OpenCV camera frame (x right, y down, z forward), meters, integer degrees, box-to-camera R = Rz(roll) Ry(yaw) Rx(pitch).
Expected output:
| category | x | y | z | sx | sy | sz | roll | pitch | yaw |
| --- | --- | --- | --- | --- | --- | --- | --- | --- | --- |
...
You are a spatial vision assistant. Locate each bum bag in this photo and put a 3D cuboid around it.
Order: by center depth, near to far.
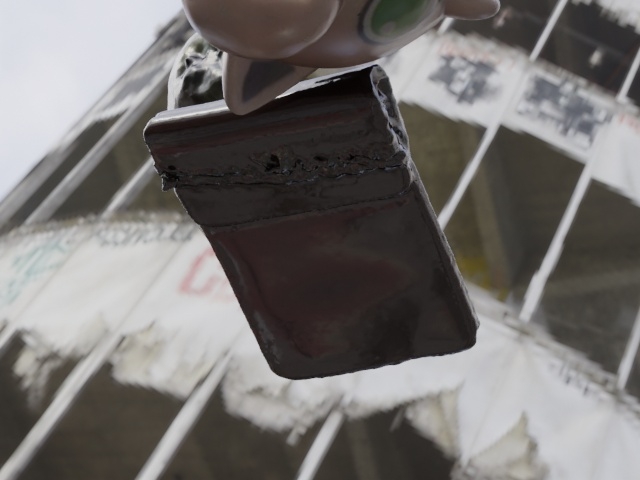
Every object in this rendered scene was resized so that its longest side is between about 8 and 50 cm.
| category | x | y | z | sx | sy | sz | roll | pitch | yaw |
| --- | --- | --- | --- | --- | --- | --- | --- | --- | --- |
| bum bag | 0.000 | 0.000 | 0.695 | 0.109 | 0.026 | 0.159 | -12 | -55 | 19 |

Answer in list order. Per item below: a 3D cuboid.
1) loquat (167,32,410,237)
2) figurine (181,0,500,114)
| category | x | y | z | sx | sy | sz | roll | pitch | yaw |
| --- | --- | --- | --- | --- | --- | --- | --- | --- | --- |
| loquat | -0.025 | -0.074 | 1.215 | 0.179 | 0.179 | 0.227 | -4 | -62 | 27 |
| figurine | 0.001 | -0.122 | 0.606 | 0.138 | 0.125 | 0.125 | -28 | -67 | -3 |
